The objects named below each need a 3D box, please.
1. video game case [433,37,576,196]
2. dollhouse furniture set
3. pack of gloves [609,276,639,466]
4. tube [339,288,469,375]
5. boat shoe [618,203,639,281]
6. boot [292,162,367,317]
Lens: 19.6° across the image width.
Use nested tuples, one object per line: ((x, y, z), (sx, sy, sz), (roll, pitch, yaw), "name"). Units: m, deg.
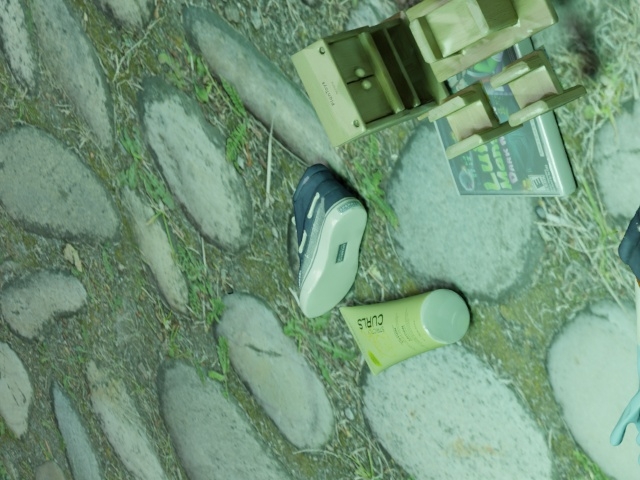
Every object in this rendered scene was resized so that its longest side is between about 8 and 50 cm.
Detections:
((0.164, -0.133, 1.831), (0.173, 0.022, 0.190), (2, 115, 58), "video game case")
((0.122, -0.192, 1.739), (0.242, 0.161, 0.212), (-25, 89, 38), "dollhouse furniture set")
((0.298, 0.178, 1.727), (0.195, 0.046, 0.232), (-94, -5, -47), "pack of gloves")
((0.089, 0.103, 2.110), (0.240, 0.062, 0.070), (159, 126, -65), "tube")
((0.349, -0.019, 1.524), (0.158, 0.127, 0.340), (58, 150, 20), "boat shoe")
((0.000, 0.000, 2.168), (0.086, 0.069, 0.190), (53, 142, 32), "boot")
